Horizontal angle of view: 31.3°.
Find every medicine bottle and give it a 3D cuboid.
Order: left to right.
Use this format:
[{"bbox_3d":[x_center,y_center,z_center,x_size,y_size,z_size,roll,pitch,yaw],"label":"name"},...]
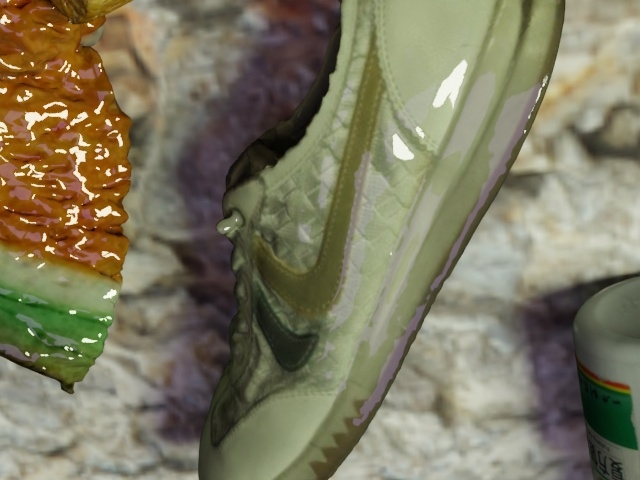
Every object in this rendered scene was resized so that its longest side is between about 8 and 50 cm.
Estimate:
[{"bbox_3d":[0.158,0.087,0.502,0.080,0.080,0.130,-8,112,10],"label":"medicine bottle"}]

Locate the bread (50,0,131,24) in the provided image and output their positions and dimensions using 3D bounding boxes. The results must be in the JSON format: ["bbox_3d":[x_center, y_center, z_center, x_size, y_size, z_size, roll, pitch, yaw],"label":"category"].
[{"bbox_3d":[-0.050,-0.131,0.413,0.132,0.074,0.053,-35,95,-17],"label":"bread"}]

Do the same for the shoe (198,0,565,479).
[{"bbox_3d":[0.000,0.000,0.479,0.098,0.103,0.275,25,108,-3],"label":"shoe"}]

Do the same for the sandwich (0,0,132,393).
[{"bbox_3d":[-0.138,-0.046,0.479,0.185,0.109,0.160,36,93,-7],"label":"sandwich"}]
